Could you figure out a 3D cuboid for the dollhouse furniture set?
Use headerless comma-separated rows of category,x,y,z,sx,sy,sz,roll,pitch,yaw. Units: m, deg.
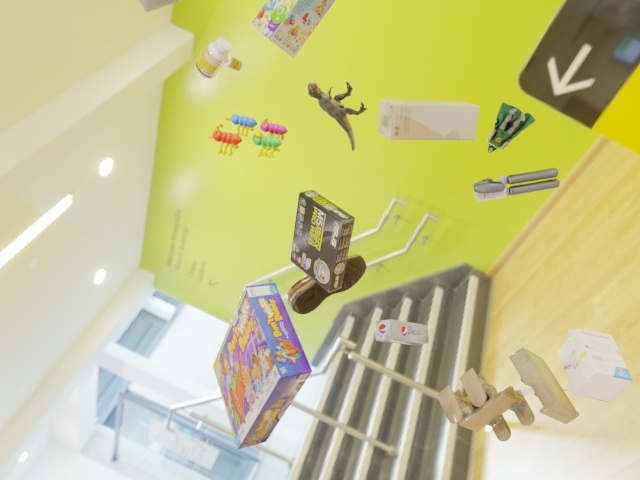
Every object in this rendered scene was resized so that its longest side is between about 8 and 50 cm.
dollhouse furniture set,0.453,0.402,1.315,0.242,0.212,0.161,-46,35,22

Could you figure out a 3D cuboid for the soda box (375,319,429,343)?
soda box,0.377,0.424,2.528,0.098,0.286,0.091,-16,67,44

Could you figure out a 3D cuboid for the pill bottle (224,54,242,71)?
pill bottle,-0.324,-0.644,1.984,0.083,0.043,0.043,7,-68,-56

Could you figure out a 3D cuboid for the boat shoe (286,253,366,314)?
boat shoe,0.013,0.141,2.023,0.324,0.122,0.120,-30,31,-14

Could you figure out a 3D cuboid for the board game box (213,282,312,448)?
board game box,-0.150,0.298,1.282,0.233,0.078,0.347,63,143,34

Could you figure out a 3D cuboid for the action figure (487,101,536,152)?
action figure,0.703,-0.413,2.108,0.063,0.137,0.232,-51,-9,-28

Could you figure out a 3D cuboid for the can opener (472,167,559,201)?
can opener,0.651,-0.181,1.833,0.093,0.280,0.074,-67,-34,-71

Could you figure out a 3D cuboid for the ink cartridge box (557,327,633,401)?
ink cartridge box,0.615,0.274,1.244,0.143,0.092,0.090,-86,12,-50

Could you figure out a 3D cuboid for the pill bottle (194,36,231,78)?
pill bottle,-0.310,-0.533,1.601,0.116,0.065,0.065,-37,16,35

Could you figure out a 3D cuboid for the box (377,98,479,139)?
box,0.368,-0.415,1.884,0.148,0.311,0.121,-121,32,-67

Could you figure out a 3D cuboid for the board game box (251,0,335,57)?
board game box,-0.092,-0.830,1.971,0.275,0.142,0.144,-50,-35,15

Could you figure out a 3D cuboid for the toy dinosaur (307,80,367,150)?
toy dinosaur,0.068,-0.409,1.690,0.118,0.268,0.064,-36,32,13

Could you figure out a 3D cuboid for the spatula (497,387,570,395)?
spatula,0.596,0.457,1.637,0.242,0.168,0.019,-28,55,51

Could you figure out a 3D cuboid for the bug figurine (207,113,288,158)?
bug figurine,-0.213,-0.330,1.681,0.279,0.216,0.072,-75,-4,-62

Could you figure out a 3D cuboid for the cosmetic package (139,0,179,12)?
cosmetic package,-0.450,-0.725,1.405,0.127,0.238,0.107,-30,2,-24

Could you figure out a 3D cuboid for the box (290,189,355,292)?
box,0.000,0.000,1.788,0.060,0.216,0.270,-16,-50,-37
